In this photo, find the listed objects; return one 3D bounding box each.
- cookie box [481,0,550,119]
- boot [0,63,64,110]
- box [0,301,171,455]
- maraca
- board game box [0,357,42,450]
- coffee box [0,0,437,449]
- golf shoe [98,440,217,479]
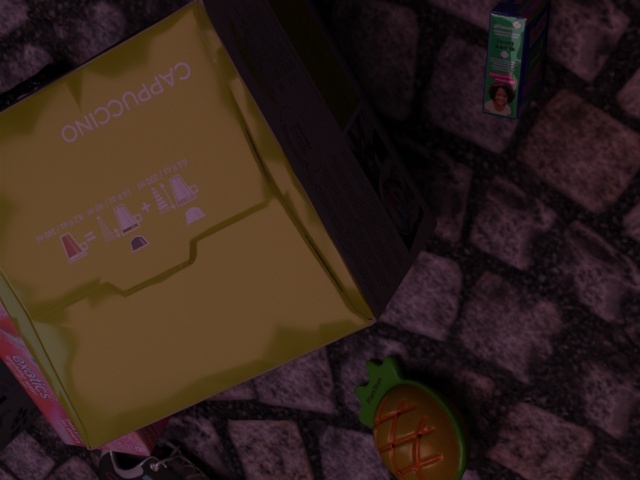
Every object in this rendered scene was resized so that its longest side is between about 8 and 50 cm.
[{"bbox_3d":[0.194,-0.187,1.419,0.040,0.092,0.107,13,122,20],"label":"cookie box"},{"bbox_3d":[-0.280,-0.113,1.730,0.246,0.094,0.207,-12,113,41],"label":"boot"},{"bbox_3d":[-0.292,0.115,1.771,0.142,0.154,0.300,4,138,29],"label":"box"},{"bbox_3d":[0.106,0.218,1.700,0.186,0.099,0.127,45,125,33],"label":"maraca"},{"bbox_3d":[-0.538,0.223,1.936,0.224,0.303,0.098,25,126,16],"label":"board game box"},{"bbox_3d":[-0.129,-0.047,1.469,0.337,0.334,0.338,-26,99,20],"label":"coffee box"},{"bbox_3d":[-0.190,0.339,1.933,0.272,0.105,0.120,4,111,27],"label":"golf shoe"}]
